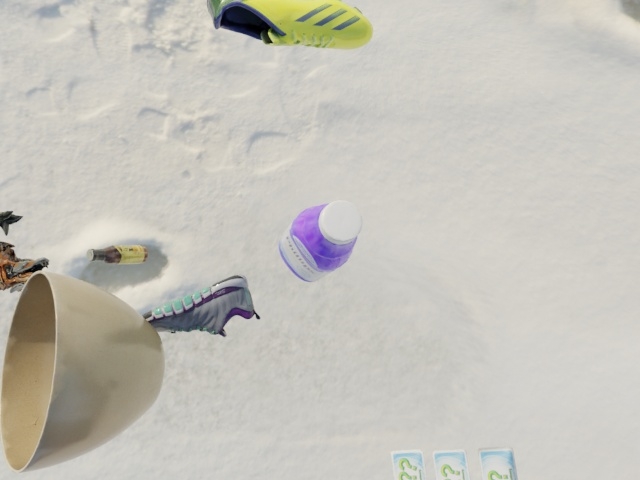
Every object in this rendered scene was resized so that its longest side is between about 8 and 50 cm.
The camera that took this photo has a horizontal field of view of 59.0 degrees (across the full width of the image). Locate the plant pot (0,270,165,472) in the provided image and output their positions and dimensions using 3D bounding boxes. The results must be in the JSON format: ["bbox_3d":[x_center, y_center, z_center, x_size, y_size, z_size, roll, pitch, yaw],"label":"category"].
[{"bbox_3d":[-0.358,0.200,0.879,0.190,0.284,0.284,12,118,-39],"label":"plant pot"}]

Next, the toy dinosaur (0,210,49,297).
[{"bbox_3d":[-0.688,0.022,1.086,0.321,0.164,0.219,12,71,-20],"label":"toy dinosaur"}]

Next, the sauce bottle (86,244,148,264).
[{"bbox_3d":[-0.423,0.030,1.179,0.042,0.128,0.042,0,90,34],"label":"sauce bottle"}]

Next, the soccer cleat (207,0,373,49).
[{"bbox_3d":[-0.048,-0.360,0.953,0.289,0.121,0.093,9,151,-18],"label":"soccer cleat"}]

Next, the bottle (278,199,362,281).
[{"bbox_3d":[0.000,0.000,0.997,0.092,0.283,0.118,-38,90,-19],"label":"bottle"}]

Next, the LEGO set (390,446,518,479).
[{"bbox_3d":[0.198,0.427,0.804,0.182,0.060,0.245,-8,82,17],"label":"LEGO set"}]

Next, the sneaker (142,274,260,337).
[{"bbox_3d":[-0.223,0.143,1.006,0.223,0.083,0.098,-23,90,-2],"label":"sneaker"}]
